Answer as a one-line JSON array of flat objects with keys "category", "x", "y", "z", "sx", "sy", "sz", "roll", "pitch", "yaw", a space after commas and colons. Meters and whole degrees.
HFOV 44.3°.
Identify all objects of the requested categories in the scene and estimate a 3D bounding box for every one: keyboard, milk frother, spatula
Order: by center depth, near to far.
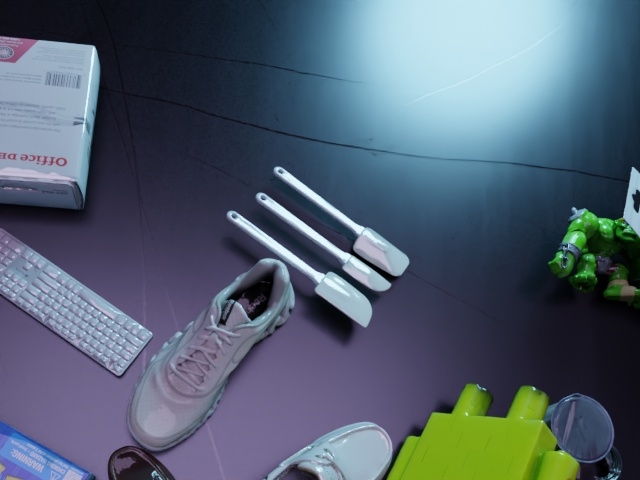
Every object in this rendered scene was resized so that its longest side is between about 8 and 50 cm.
[{"category": "milk frother", "x": 0.345, "y": 0.267, "z": 1.028, "sx": 0.143, "sy": 0.134, "sz": 0.129, "roll": -15, "pitch": 73, "yaw": -16}, {"category": "keyboard", "x": -0.346, "y": 0.079, "z": 1.037, "sx": 0.256, "sy": 0.014, "sz": 0.072, "roll": 34, "pitch": 67, "yaw": 3}, {"category": "spatula", "x": 0.000, "y": 0.000, "z": 1.102, "sx": 0.242, "sy": 0.019, "sz": 0.168, "roll": 36, "pitch": 49, "yaw": 4}]

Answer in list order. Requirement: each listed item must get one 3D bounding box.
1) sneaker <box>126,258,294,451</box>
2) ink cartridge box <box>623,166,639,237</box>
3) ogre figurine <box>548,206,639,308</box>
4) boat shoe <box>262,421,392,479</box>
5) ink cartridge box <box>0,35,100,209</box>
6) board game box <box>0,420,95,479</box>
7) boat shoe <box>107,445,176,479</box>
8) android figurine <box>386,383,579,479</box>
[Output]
[{"category": "sneaker", "x": -0.139, "y": 0.134, "z": 1.000, "sx": 0.110, "sy": 0.118, "sz": 0.292, "roll": 37, "pitch": 68, "yaw": 3}, {"category": "ink cartridge box", "x": 0.487, "y": 0.001, "z": 1.152, "sx": 0.179, "sy": 0.045, "sz": 0.145, "roll": 46, "pitch": 42, "yaw": -12}, {"category": "ogre figurine", "x": 0.419, "y": 0.023, "z": 1.159, "sx": 0.197, "sy": 0.097, "sz": 0.118, "roll": 11, "pitch": 69, "yaw": -6}, {"category": "boat shoe", "x": -0.007, "y": 0.301, "z": 0.952, "sx": 0.277, "sy": 0.096, "sz": 0.098, "roll": -27, "pitch": 73, "yaw": -33}, {"category": "ink cartridge box", "x": -0.395, "y": -0.160, "z": 1.079, "sx": 0.159, "sy": 0.092, "sz": 0.217, "roll": 4, "pitch": 66, "yaw": -9}, {"category": "board game box", "x": -0.481, "y": 0.328, "z": 0.885, "sx": 0.319, "sy": 0.066, "sz": 0.318, "roll": 29, "pitch": 67, "yaw": 1}, {"category": "boat shoe", "x": -0.187, "y": 0.332, "z": 0.937, "sx": 0.073, "sy": 0.073, "sz": 0.207, "roll": -34, "pitch": 77, "yaw": -20}, {"category": "android figurine", "x": 0.177, "y": 0.293, "z": 0.934, "sx": 0.056, "sy": 0.248, "sz": 0.272, "roll": 51, "pitch": 52, "yaw": -27}]
